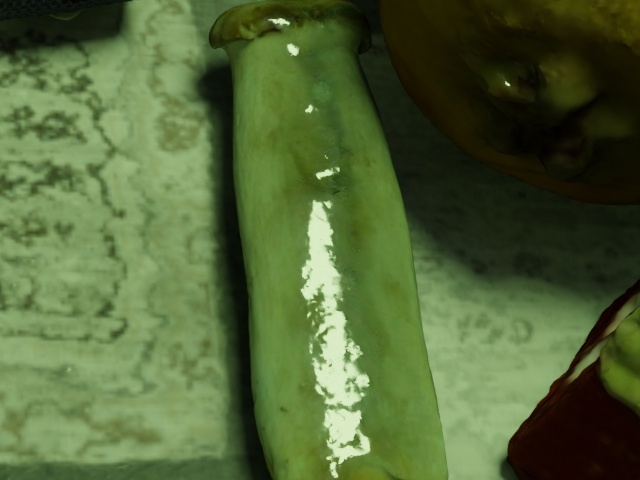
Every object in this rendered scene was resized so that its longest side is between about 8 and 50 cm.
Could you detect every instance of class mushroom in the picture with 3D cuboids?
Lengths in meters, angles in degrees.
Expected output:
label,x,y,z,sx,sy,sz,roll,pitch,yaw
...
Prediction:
label,x,y,z,sx,sy,sz,roll,pitch,yaw
mushroom,0.000,0.000,0.856,0.100,0.081,0.312,-2,66,-15

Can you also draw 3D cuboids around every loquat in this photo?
label,x,y,z,sx,sy,sz,roll,pitch,yaw
loquat,0.188,-0.171,0.867,0.328,0.328,0.328,8,59,-13

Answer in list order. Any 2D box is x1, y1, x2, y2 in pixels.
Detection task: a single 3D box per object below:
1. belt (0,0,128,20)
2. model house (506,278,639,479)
label,x,y,z,sx,sy,sz,roll,pitch,yaw
belt,-0.176,-0.235,0.906,0.126,0.139,0.230,-11,66,-16
model house,0.237,0.080,0.779,0.196,0.254,0.160,40,61,8
